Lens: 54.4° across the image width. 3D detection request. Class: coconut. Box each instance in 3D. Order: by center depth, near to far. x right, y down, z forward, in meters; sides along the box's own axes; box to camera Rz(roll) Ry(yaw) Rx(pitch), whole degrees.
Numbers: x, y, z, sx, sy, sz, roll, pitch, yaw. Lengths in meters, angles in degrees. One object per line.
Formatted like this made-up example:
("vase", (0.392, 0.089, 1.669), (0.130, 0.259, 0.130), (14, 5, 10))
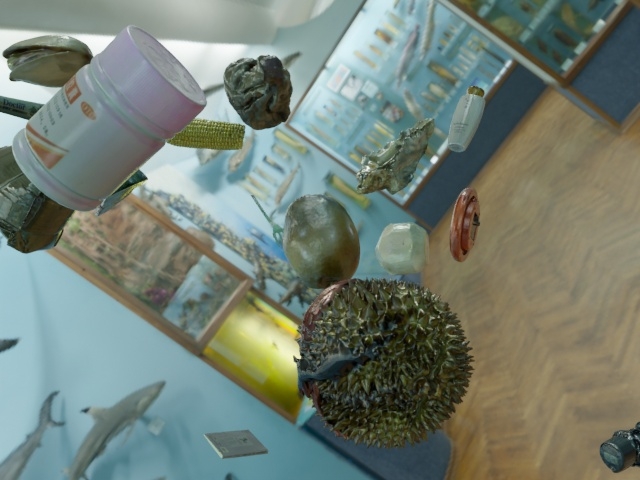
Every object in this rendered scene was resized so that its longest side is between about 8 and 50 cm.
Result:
("coconut", (0.242, 0.026, 1.869), (0.161, 0.162, 0.161), (-2, -90, -72))

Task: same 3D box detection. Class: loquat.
("loquat", (0.000, 0.000, 1.410), (0.179, 0.179, 0.227), (128, 136, -52))

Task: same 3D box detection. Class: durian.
("durian", (0.109, 0.223, 1.189), (0.347, 0.347, 0.384), (-55, 27, -8))

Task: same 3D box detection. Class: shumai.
("shumai", (-0.165, -0.413, 1.770), (0.184, 0.218, 0.185), (-23, 24, -12))

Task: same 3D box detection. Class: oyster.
("oyster", (0.212, -0.223, 1.757), (0.166, 0.110, 0.341), (-10, 35, 40))

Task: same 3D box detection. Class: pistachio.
("pistachio", (-0.694, -0.461, 1.599), (0.215, 0.144, 0.144), (-17, -21, -33))

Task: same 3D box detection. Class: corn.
("corn", (-0.348, -0.319, 1.866), (0.093, 0.244, 0.093), (-176, 90, -84))

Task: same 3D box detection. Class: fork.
("fork", (-0.149, -0.066, 1.747), (0.039, 0.235, 0.021), (-8, -46, -30))

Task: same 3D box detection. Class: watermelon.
("watermelon", (-0.673, -0.180, 1.930), (0.202, 0.207, 0.136), (-54, -23, -6))

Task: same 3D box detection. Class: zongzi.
("zongzi", (-0.852, -0.274, 1.783), (0.500, 0.467, 0.218), (-47, 0, 17))

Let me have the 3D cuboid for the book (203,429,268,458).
("book", (-0.268, 0.646, 1.979), (0.127, 0.182, 0.014), (30, 104, 46))

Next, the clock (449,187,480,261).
("clock", (0.398, -0.042, 1.695), (0.205, 0.051, 0.205), (-35, -50, -57))

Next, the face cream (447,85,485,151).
("face cream", (0.376, -0.313, 1.603), (0.051, 0.072, 0.182), (47, -120, -52))

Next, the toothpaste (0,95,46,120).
("toothpaste", (-0.870, -0.380, 1.781), (0.037, 0.067, 0.255), (-9, -6, 26))

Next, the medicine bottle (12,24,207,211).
("medicine bottle", (-0.393, -0.224, 1.167), (0.316, 0.202, 0.202), (-39, 5, 12))

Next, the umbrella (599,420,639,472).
("umbrella", (0.449, 0.241, 0.783), (0.071, 0.224, 0.080), (-125, 33, -45))
